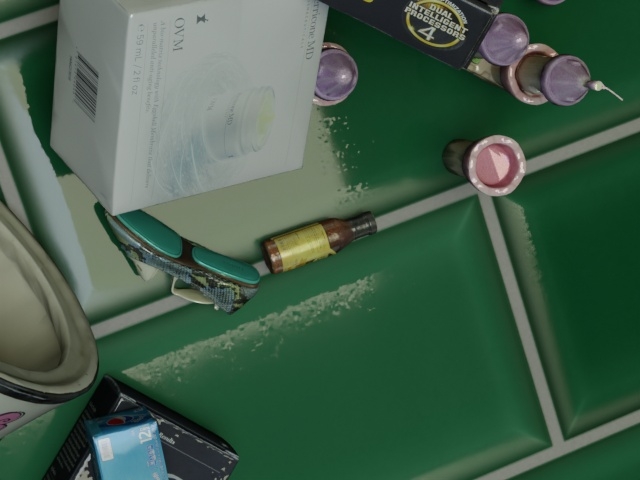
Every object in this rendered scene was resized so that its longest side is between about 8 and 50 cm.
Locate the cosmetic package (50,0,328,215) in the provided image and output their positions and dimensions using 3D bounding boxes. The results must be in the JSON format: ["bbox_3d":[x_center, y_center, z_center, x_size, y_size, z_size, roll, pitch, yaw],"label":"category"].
[{"bbox_3d":[-0.126,-0.170,1.664,0.224,0.138,0.224,-17,134,-32],"label":"cosmetic package"}]

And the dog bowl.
[{"bbox_3d":[-0.405,0.040,1.598,0.150,0.408,0.408,-44,108,11],"label":"dog bowl"}]

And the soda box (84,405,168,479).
[{"bbox_3d":[-0.183,0.280,1.736,0.067,0.071,0.210,-13,101,-14],"label":"soda box"}]

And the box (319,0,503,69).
[{"bbox_3d":[0.067,-0.381,1.678,0.318,0.097,0.395,26,51,-1],"label":"box"}]

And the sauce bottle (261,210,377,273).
[{"bbox_3d":[0.000,0.000,1.882,0.128,0.042,0.042,-18,102,-12],"label":"sauce bottle"}]

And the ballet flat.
[{"bbox_3d":[-0.156,0.026,1.832,0.188,0.070,0.070,28,89,-14],"label":"ballet flat"}]

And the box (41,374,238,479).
[{"bbox_3d":[-0.208,0.271,1.822,0.153,0.108,0.207,32,87,-18],"label":"box"}]

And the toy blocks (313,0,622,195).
[{"bbox_3d":[0.150,-0.233,1.781,0.288,0.260,0.309,26,90,-18],"label":"toy blocks"}]
